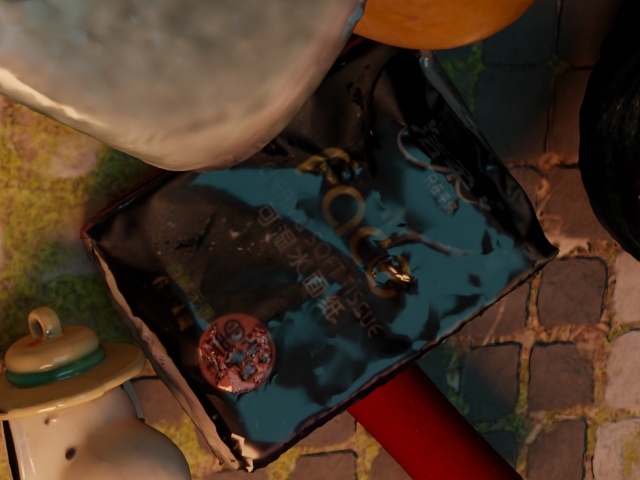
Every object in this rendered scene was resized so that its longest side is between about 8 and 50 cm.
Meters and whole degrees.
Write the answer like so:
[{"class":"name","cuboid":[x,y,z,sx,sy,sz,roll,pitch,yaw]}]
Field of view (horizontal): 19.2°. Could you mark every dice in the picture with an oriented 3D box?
[{"class":"dice","cuboid":[-0.158,-0.254,1.255,0.348,0.328,0.330,28,91,-31]}]

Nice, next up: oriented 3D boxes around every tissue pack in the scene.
[{"class":"tissue pack","cuboid":[0.000,0.000,1.509,0.332,0.123,0.245,-34,96,-14]}]

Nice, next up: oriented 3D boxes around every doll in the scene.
[{"class":"doll","cuboid":[-0.197,0.203,1.486,0.144,0.208,0.271,-20,149,-34]}]

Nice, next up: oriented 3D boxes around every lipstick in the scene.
[{"class":"lipstick","cuboid":[0.089,0.166,1.653,0.080,0.080,0.241,-47,119,-9]}]

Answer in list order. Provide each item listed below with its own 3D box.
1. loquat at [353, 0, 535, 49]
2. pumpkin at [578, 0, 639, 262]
[{"class":"loquat","cuboid":[0.072,-0.260,1.433,0.235,0.235,0.235,-8,108,-26]},{"class":"pumpkin","cuboid":[0.384,-0.111,1.570,0.266,0.363,0.363,30,89,-26]}]
